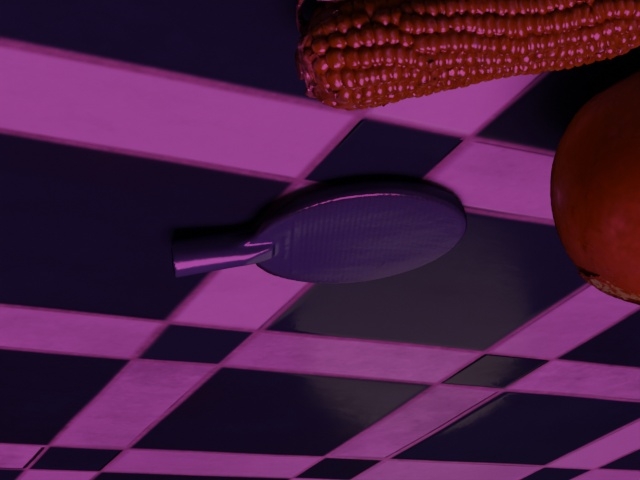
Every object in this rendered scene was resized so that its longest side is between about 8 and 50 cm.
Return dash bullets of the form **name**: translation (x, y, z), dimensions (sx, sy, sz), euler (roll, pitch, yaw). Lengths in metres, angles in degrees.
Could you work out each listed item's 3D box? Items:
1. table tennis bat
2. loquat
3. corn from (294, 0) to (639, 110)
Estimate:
- **table tennis bat**: translation (0.000, 0.000, 1.306), dimensions (0.329, 0.044, 0.215), euler (-7, 155, -7)
- **loquat**: translation (0.336, -0.042, 1.075), dimensions (0.263, 0.263, 0.263), euler (-6, 153, -3)
- **corn**: translation (0.123, -0.171, 0.942), dimensions (0.293, 0.106, 0.106), euler (-11, 153, 0)
